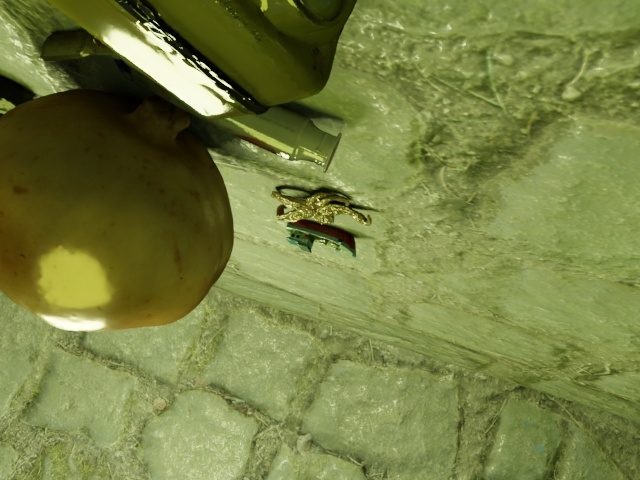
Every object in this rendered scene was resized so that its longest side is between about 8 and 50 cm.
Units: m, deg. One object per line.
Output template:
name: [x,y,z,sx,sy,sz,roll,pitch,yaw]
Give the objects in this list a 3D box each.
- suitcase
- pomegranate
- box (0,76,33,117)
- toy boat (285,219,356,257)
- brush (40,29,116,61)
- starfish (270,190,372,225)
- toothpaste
suitcase: [-0.068,-0.207,0.394,0.143,0.193,0.235,-4,156,35]
pomegranate: [-0.329,-0.061,0.974,0.412,0.411,0.411,17,166,4]
box: [-0.737,-0.242,1.192,0.360,0.090,0.350,18,153,-18]
toy boat: [0.000,0.000,1.367,0.173,0.058,0.069,15,166,14]
brush: [-0.284,-0.258,0.787,0.248,0.043,0.036,9,156,35]
starfish: [-0.003,-0.054,1.185,0.210,0.053,0.150,12,169,16]
toothpaste: [-0.131,-0.180,0.851,0.324,0.066,0.100,23,171,2]
